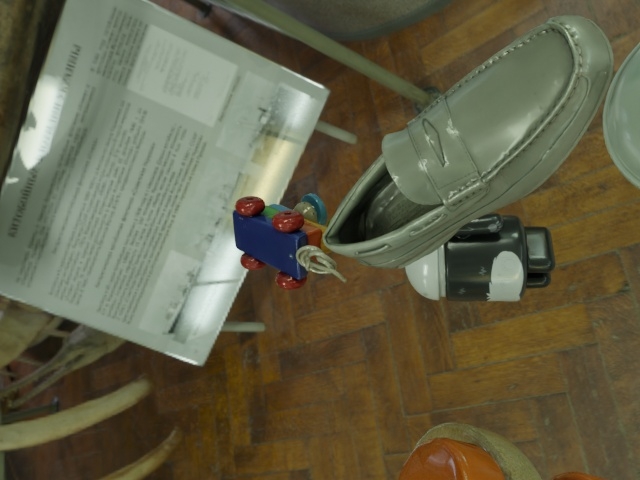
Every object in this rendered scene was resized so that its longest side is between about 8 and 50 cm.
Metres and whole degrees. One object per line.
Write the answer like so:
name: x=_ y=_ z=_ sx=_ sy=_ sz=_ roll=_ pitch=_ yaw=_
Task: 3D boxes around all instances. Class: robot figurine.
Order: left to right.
robot figurine: x=0.307 y=0.033 z=1.132 sx=0.279 sy=0.173 sz=0.208 roll=-2 pitch=106 yaw=12

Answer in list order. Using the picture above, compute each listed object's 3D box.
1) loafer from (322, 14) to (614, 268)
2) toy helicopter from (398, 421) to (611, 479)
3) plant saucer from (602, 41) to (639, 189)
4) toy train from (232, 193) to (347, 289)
loafer: x=0.111 y=-0.067 z=0.517 sx=0.319 sy=0.112 sz=0.111 roll=-51 pitch=49 yaw=46
toy helicopter: x=0.070 y=0.304 z=0.382 sx=0.235 sy=0.140 sz=0.354 roll=-32 pitch=42 yaw=63
plant saucer: x=0.652 y=-0.249 z=0.921 sx=0.401 sy=0.101 sz=0.399 roll=-19 pitch=61 yaw=39
toy train: x=0.000 y=0.000 z=0.787 sx=0.248 sy=0.144 sz=0.105 roll=22 pitch=123 yaw=45
